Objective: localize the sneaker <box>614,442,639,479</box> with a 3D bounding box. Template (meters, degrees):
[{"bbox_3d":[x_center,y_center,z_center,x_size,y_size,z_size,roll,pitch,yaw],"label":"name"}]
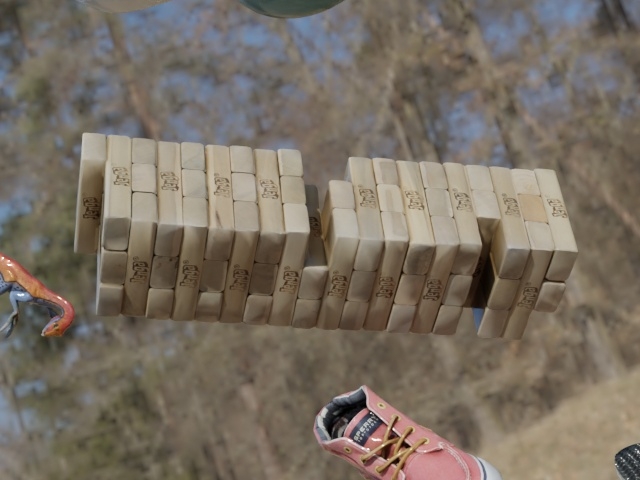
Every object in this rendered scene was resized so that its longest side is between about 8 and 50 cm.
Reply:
[{"bbox_3d":[0.393,0.304,1.888,0.057,0.161,0.075,-22,-60,-10],"label":"sneaker"}]

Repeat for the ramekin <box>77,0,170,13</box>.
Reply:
[{"bbox_3d":[-0.108,-0.279,1.225,0.273,0.127,0.273,-22,27,11],"label":"ramekin"}]

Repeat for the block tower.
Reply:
[{"bbox_3d":[0.000,0.000,1.118,0.335,0.097,0.091,5,-50,-10],"label":"block tower"}]

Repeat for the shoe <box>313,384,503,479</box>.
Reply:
[{"bbox_3d":[0.054,0.151,1.110,0.063,0.081,0.178,-54,18,-9],"label":"shoe"}]

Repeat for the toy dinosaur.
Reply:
[{"bbox_3d":[-0.203,0.034,1.093,0.082,0.090,0.047,6,34,30],"label":"toy dinosaur"}]

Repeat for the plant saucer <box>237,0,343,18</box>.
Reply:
[{"bbox_3d":[-0.023,-0.355,1.423,0.043,0.318,0.317,5,-27,-45],"label":"plant saucer"}]
